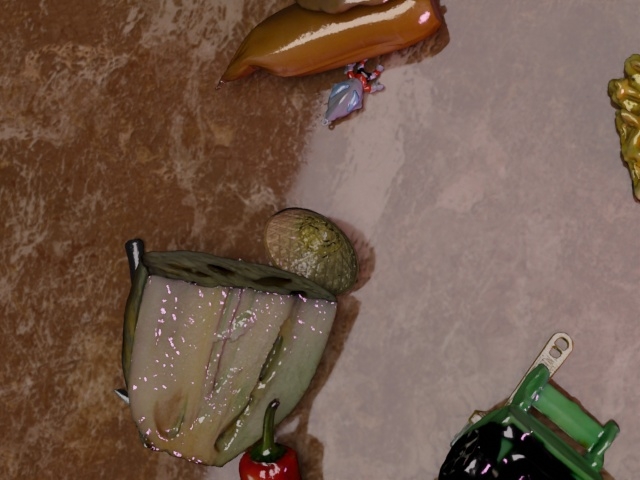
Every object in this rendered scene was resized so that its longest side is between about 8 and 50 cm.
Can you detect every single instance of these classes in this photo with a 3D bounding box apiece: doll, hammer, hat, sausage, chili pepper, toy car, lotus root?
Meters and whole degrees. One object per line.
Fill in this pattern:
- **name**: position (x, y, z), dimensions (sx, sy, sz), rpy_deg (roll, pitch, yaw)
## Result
- **doll**: position (0.040, -0.202, 1.770), dimensions (0.057, 0.039, 0.114), rpy_deg (40, 84, -23)
- **hammer**: position (-0.254, 0.120, 1.824), dimensions (0.103, 0.029, 0.246), rpy_deg (-11, 84, 11)
- **hat**: position (0.000, 0.000, 1.762), dimensions (0.146, 0.067, 0.146), rpy_deg (17, 131, 20)
- **sausage**: position (0.003, -0.280, 1.747), dimensions (0.328, 0.112, 0.112), rpy_deg (-17, 84, 10)
- **chili pepper**: position (-0.007, 0.383, 1.720), dimensions (0.137, 0.092, 0.368), rpy_deg (-31, 100, 17)
- **toy car**: position (0.221, 0.350, 1.638), dimensions (0.213, 0.176, 0.358), rpy_deg (37, 104, -8)
- **lotus root**: position (-0.144, 0.160, 1.728), dimensions (0.267, 0.149, 0.260), rpy_deg (9, 106, -22)

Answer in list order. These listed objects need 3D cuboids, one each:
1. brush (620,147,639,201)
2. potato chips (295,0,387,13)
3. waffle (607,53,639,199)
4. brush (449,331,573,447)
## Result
- **brush**: position (0.415, -0.086, 1.700), dimensions (0.024, 0.008, 0.083), rpy_deg (-25, 82, 11)
- **potato chips**: position (0.049, -0.378, 1.706), dimensions (0.208, 0.062, 0.195), rpy_deg (-44, 40, -21)
- **waffle**: position (0.510, -0.150, 1.661), dimensions (0.250, 0.056, 0.261), rpy_deg (-18, 82, 10)
- **brush**: position (0.266, 0.214, 1.716), dimensions (0.082, 0.010, 0.218), rpy_deg (37, 95, 11)
